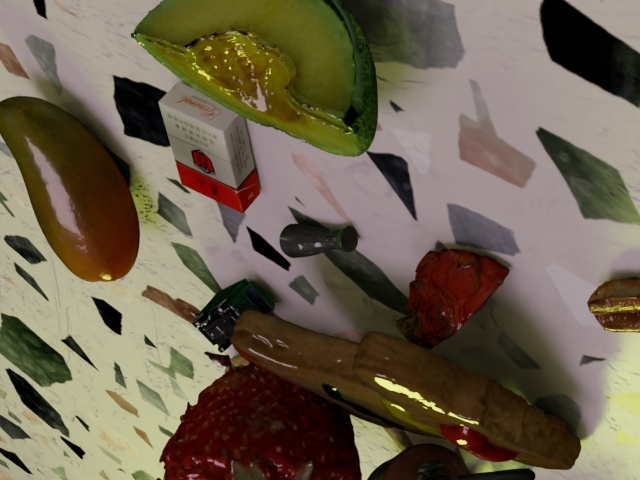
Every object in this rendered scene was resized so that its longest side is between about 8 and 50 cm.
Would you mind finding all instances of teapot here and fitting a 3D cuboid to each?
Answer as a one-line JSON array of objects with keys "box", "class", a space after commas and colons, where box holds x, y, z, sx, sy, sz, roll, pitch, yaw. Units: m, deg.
[{"box": [0.000, 0.000, 1.776, 0.110, 0.043, 0.043, -1, 132, 49], "class": "teapot"}]

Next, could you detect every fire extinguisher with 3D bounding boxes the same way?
[{"box": [0.155, 0.314, 1.925, 0.113, 0.200, 0.376, 62, 172, 9], "class": "fire extinguisher"}]

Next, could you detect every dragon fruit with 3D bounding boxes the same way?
[{"box": [0.128, 0.065, 1.639, 0.083, 0.106, 0.162, 44, 155, -5], "class": "dragon fruit"}]

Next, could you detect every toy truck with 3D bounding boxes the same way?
[{"box": [-0.118, 0.103, 2.036, 0.065, 0.079, 0.147, 46, 153, -9], "class": "toy truck"}]

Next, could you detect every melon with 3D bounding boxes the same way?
[{"box": [-0.030, -0.181, 1.477, 0.265, 0.129, 0.169, 24, 171, 23], "class": "melon"}]

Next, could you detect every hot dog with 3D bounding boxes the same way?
[{"box": [0.326, 0.063, 1.459, 0.144, 0.038, 0.062, -7, 124, 53], "class": "hot dog"}]

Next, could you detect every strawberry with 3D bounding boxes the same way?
[{"box": [-0.091, 0.283, 1.977, 0.343, 0.292, 0.292, -104, -8, -49], "class": "strawberry"}]

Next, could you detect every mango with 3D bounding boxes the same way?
[{"box": [-0.333, -0.070, 1.997, 0.146, 0.129, 0.289, 26, 147, 46], "class": "mango"}]

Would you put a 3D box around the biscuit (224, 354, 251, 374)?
[{"box": [-0.065, 0.256, 2.237, 0.188, 0.040, 0.265, 25, 150, 28], "class": "biscuit"}]

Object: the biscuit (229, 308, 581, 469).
[{"box": [0.090, 0.187, 1.757, 0.394, 0.076, 0.368, 11, 165, 44], "class": "biscuit"}]

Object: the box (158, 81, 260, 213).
[{"box": [-0.132, -0.110, 1.774, 0.100, 0.048, 0.152, 28, 148, 27], "class": "box"}]
